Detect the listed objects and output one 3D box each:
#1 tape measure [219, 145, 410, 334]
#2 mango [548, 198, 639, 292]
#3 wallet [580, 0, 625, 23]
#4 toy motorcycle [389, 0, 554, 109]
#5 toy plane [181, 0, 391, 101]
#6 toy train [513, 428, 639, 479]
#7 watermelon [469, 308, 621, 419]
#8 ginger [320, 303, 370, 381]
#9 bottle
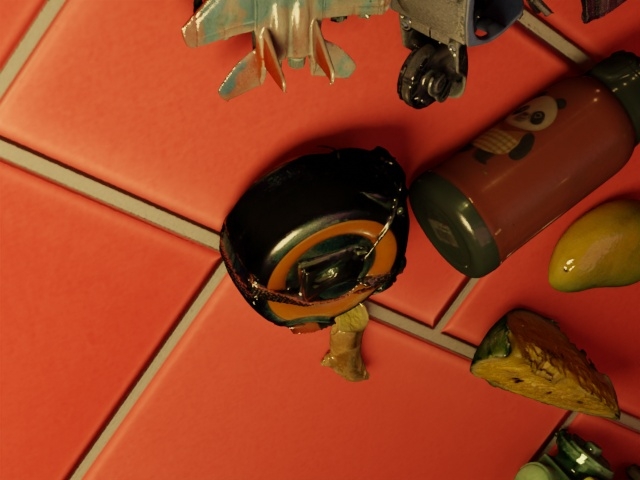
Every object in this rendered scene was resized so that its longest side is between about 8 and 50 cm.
[{"bbox_3d":[0.000,0.000,1.918,0.223,0.135,0.202,-22,143,-19],"label":"tape measure"},{"bbox_3d":[0.390,0.007,2.293,0.191,0.085,0.122,-12,132,-35],"label":"mango"},{"bbox_3d":[0.371,-0.337,2.041,0.166,0.030,0.111,-35,137,-14],"label":"wallet"},{"bbox_3d":[0.150,-0.301,1.793,0.212,0.125,0.358,-41,147,-28],"label":"toy motorcycle"},{"bbox_3d":[-0.035,-0.291,1.673,0.223,0.104,0.326,-12,119,-16],"label":"toy plane"},{"bbox_3d":[0.456,0.448,2.562,0.179,0.272,0.442,-51,139,9],"label":"toy train"},{"bbox_3d":[0.295,0.172,2.310,0.301,0.129,0.123,29,99,-43],"label":"watermelon"},{"bbox_3d":[0.034,0.125,2.120,0.057,0.044,0.137,-39,144,-37],"label":"ginger"},{"bbox_3d":[0.274,-0.103,2.069,0.336,0.144,0.144,-36,138,-16],"label":"bottle"}]
